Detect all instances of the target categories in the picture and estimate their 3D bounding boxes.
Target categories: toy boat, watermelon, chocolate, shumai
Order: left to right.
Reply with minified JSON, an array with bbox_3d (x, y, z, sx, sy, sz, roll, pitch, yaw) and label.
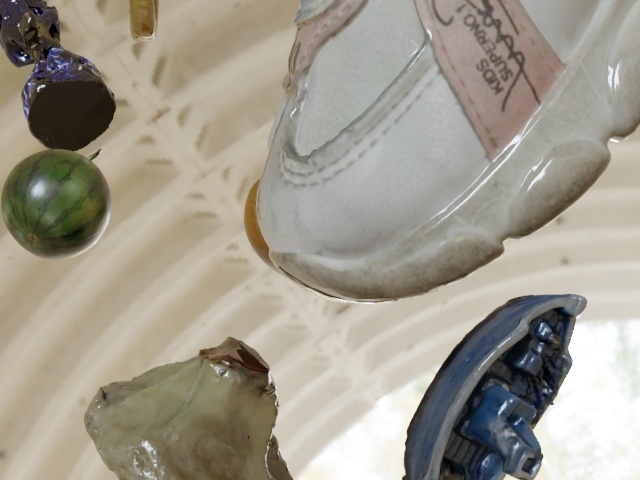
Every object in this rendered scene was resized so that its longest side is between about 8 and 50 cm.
[{"bbox_3d":[-0.405,-0.277,1.810,0.126,0.343,0.148,-24,-40,-11],"label":"chocolate"},{"bbox_3d":[-0.233,-0.035,1.117,0.109,0.109,0.109,-28,-27,-16],"label":"watermelon"},{"bbox_3d":[-0.088,0.150,1.051,0.201,0.201,0.120,9,-67,-56],"label":"shumai"},{"bbox_3d":[0.194,0.188,1.353,0.129,0.142,0.309,32,-90,-40],"label":"toy boat"}]

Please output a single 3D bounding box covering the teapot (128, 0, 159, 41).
[{"bbox_3d":[-0.148,-0.311,0.975,0.203,0.167,0.311,-6,-63,-4],"label":"teapot"}]

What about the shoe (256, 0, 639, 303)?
[{"bbox_3d":[0.054,-0.150,0.540,0.351,0.198,0.172,-57,17,-10],"label":"shoe"}]

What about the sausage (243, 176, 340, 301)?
[{"bbox_3d":[0.000,-0.001,1.271,0.105,0.105,0.274,-39,-20,5],"label":"sausage"}]
